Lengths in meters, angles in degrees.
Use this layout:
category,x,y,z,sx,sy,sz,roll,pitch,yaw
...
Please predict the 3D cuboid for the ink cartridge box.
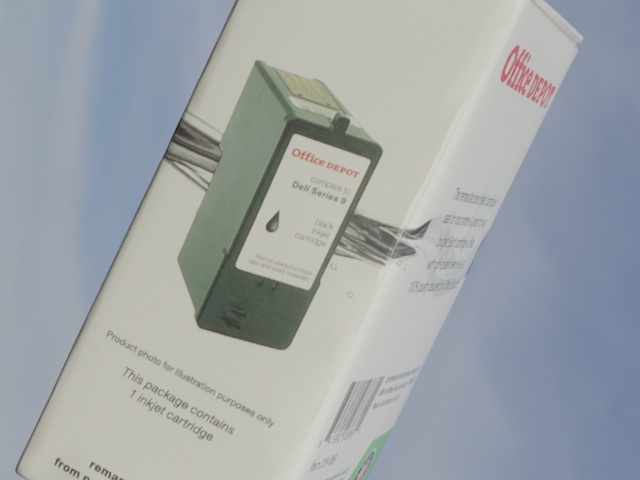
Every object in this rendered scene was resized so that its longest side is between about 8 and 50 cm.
category,x,y,z,sx,sy,sz,roll,pitch,yaw
ink cartridge box,0.000,0.000,0.911,0.289,0.121,0.211,-64,167,5
